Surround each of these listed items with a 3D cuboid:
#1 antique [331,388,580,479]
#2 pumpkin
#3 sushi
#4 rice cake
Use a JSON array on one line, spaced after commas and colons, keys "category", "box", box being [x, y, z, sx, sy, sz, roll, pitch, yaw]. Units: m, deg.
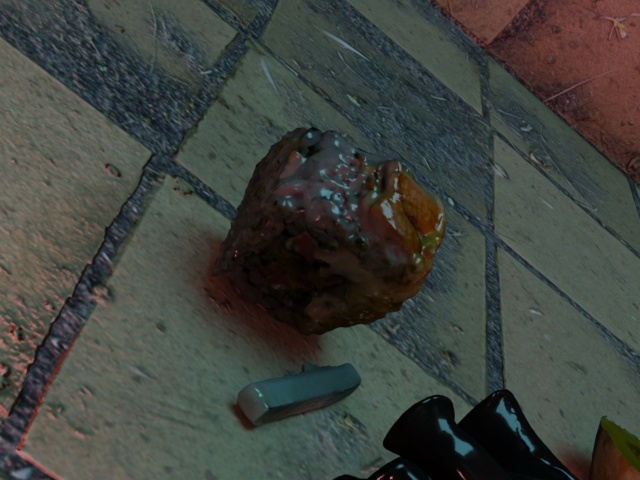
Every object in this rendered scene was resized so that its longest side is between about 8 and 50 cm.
[{"category": "antique", "box": [0.162, 0.268, 0.918, 0.322, 0.185, 0.255, 12, 38, -55]}, {"category": "pumpkin", "box": [0.389, 0.319, 1.291, 0.217, 0.110, 0.217, 33, 15, -10]}, {"category": "sushi", "box": [0.000, 0.000, 1.075, 0.184, 0.274, 0.139, 34, 54, -14]}, {"category": "rice cake", "box": [-0.019, 0.140, 1.023, 0.042, 0.030, 0.180, 51, 25, 20]}]
